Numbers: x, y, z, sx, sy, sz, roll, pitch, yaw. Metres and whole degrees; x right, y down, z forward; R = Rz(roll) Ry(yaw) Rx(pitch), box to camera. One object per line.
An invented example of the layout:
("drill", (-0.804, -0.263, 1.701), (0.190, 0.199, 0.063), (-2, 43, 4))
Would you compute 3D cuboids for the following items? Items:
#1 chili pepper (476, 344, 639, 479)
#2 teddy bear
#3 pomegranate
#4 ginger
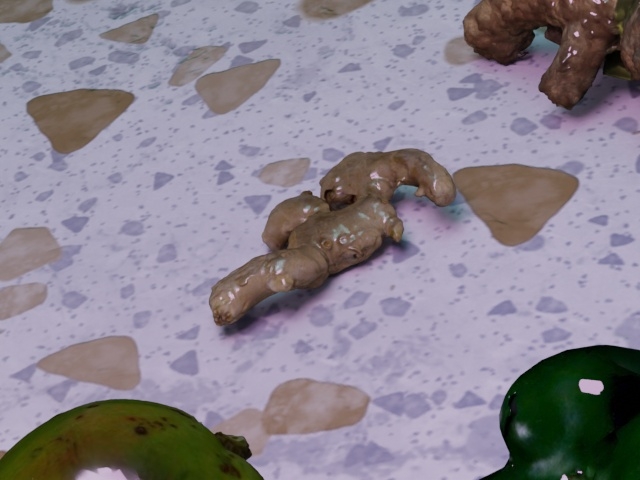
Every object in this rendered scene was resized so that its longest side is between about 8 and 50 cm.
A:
("chili pepper", (0.208, 0.188, 0.893), (0.248, 0.256, 0.233), (16, 80, 56))
("teddy bear", (0.303, -0.217, 1.541), (0.246, 0.222, 0.296), (-36, -4, -17))
("pomegranate", (-0.154, 0.245, 1.029), (0.302, 0.236, 0.236), (-45, 38, 4))
("ginger", (-0.005, -0.005, 1.436), (0.258, 0.065, 0.149), (-35, 27, -15))
